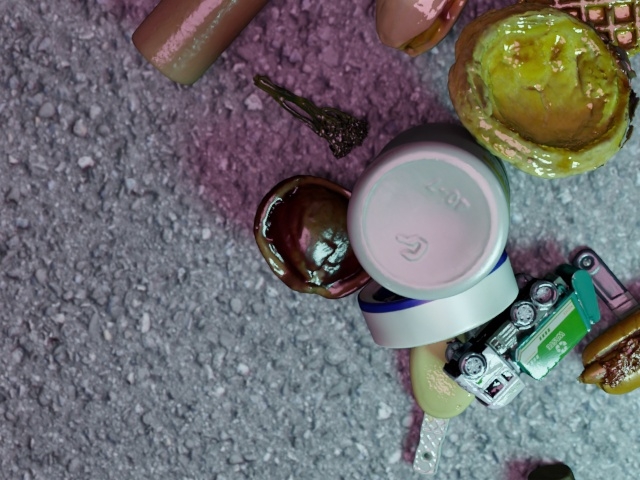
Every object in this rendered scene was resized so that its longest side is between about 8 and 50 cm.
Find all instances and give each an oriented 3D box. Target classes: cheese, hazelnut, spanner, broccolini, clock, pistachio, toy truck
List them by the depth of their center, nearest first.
[{"bbox_3d":[0.151,-0.368,1.623,0.145,0.117,0.201,42,119,39],"label":"pistachio"},{"bbox_3d":[0.172,0.079,1.654,0.230,0.230,0.083,-16,102,13],"label":"clock"},{"bbox_3d":[0.305,0.137,1.685,0.124,0.114,0.253,44,88,-9],"label":"toy truck"},{"bbox_3d":[0.003,-0.008,1.702,0.201,0.160,0.170,18,104,11],"label":"hazelnut"},{"bbox_3d":[-0.023,-0.193,1.716,0.201,0.058,0.074,29,99,2],"label":"broccolini"},{"bbox_3d":[0.501,0.134,1.719,0.087,0.024,0.316,-40,92,14],"label":"spanner"},{"bbox_3d":[0.192,0.257,1.785,0.127,0.050,0.256,11,106,6],"label":"cheese"}]

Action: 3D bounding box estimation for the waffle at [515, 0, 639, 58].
[{"bbox_3d":[0.392,-0.309,1.620,0.253,0.056,0.249,-39,94,14],"label":"waffle"}]

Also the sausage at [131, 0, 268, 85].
[{"bbox_3d":[-0.157,-0.357,1.669,0.123,0.123,0.253,44,106,-2],"label":"sausage"}]

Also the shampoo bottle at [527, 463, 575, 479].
[{"bbox_3d":[0.389,0.533,1.794,0.125,0.084,0.350,-9,100,9],"label":"shampoo bottle"}]

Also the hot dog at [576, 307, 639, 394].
[{"bbox_3d":[0.494,0.151,1.673,0.249,0.076,0.102,-34,96,7],"label":"hot dog"}]

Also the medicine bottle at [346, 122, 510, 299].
[{"bbox_3d":[0.161,-0.057,1.568,0.208,0.340,0.208,2,103,10],"label":"medicine bottle"}]

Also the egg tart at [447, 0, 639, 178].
[{"bbox_3d":[0.299,-0.202,1.543,0.278,0.095,0.279,5,70,-14],"label":"egg tart"}]
